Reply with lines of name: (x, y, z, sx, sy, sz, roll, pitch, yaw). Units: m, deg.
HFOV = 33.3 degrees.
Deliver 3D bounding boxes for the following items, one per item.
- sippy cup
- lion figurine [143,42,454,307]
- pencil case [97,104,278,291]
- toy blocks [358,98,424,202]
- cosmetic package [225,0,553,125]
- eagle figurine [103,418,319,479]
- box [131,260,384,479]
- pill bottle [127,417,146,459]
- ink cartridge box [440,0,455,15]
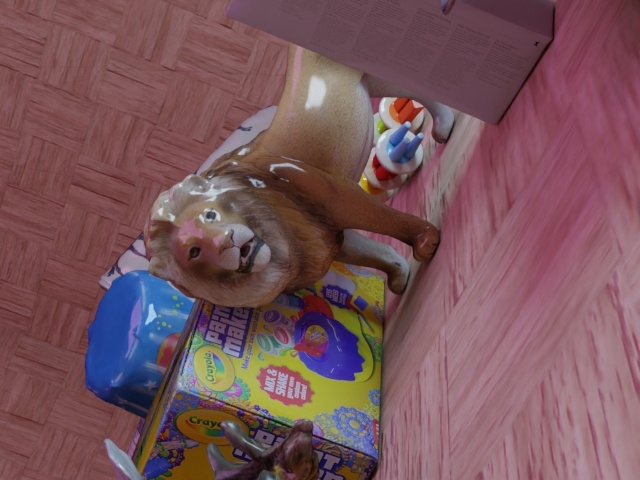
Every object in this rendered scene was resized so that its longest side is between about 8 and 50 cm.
sippy cup: (-0.170, 0.144, 1.368, 0.240, 0.224, 0.305, -64, 31, 7)
lion figurine: (0.006, -0.101, 0.975, 0.142, 0.240, 0.392, 126, 164, -64)
pencil case: (-0.136, -0.026, 1.619, 0.410, 0.183, 0.160, -49, -17, -12)
toy blocks: (0.086, -0.117, 1.163, 0.148, 0.054, 0.123, 129, 160, -68)
cosmetic package: (0.055, -0.185, 0.848, 0.099, 0.239, 0.060, 119, 169, -48)
eagle figurine: (-0.061, 0.266, 0.676, 0.225, 0.226, 0.298, -23, 37, 51)
box: (-0.074, 0.183, 1.017, 0.290, 0.177, 0.279, -81, 14, -61)
pill bottle: (-0.209, 0.269, 1.823, 0.161, 0.161, 0.283, -117, 48, -80)
ink cartridge box: (0.178, -0.288, 0.669, 0.309, 0.130, 0.272, -81, 12, -58)
